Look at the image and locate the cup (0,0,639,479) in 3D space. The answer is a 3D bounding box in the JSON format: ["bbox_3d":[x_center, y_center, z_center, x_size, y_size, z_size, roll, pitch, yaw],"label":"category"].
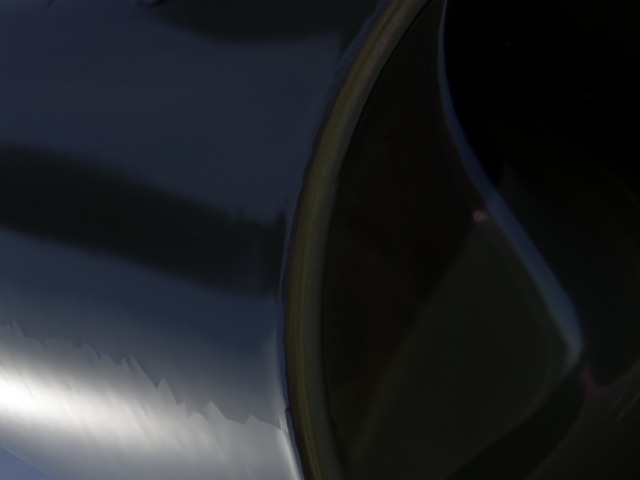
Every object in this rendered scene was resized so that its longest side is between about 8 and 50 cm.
[{"bbox_3d":[0.000,0.000,0.548,0.205,0.312,0.205,-4,-83,-33],"label":"cup"}]
